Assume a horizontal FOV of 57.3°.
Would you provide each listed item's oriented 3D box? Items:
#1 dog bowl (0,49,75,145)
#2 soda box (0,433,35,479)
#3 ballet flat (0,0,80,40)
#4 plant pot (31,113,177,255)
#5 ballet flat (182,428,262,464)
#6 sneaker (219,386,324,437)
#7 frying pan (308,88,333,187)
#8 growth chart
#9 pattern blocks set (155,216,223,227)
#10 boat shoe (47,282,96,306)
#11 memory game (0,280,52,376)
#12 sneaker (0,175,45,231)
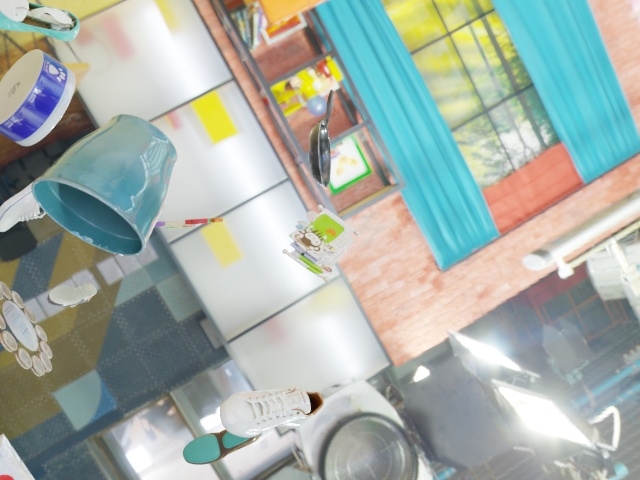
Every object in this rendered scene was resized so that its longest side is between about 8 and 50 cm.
[{"bbox_3d":[-0.833,-0.410,1.683,0.265,0.265,0.104,-17,148,29],"label":"dog bowl"},{"bbox_3d":[-0.653,0.526,1.246,0.069,0.216,0.074,-28,-163,-18],"label":"soda box"},{"bbox_3d":[-0.705,-0.552,1.425,0.087,0.083,0.247,-22,167,41],"label":"ballet flat"},{"bbox_3d":[-0.470,-0.144,1.362,0.272,0.272,0.255,-19,-141,51],"label":"plant pot"},{"bbox_3d":[-0.368,0.787,2.278,0.342,0.116,0.124,-29,150,13],"label":"ballet flat"},{"bbox_3d":[-0.105,0.381,1.365,0.123,0.106,0.290,-38,151,26],"label":"sneaker"},{"bbox_3d":[0.002,-0.315,1.721,0.053,0.326,0.197,-2,175,11],"label":"frying pan"},{"bbox_3d":[0.000,0.000,1.585,0.237,0.172,0.021,-51,166,-42],"label":"growth chart"},{"bbox_3d":[-0.498,-0.061,2.114,0.285,0.026,0.325,-4,-177,7],"label":"pattern blocks set"},{"bbox_3d":[-0.556,0.125,1.298,0.043,0.049,0.137,-32,175,16],"label":"boat shoe"},{"bbox_3d":[-0.511,0.148,0.991,0.012,0.186,0.186,-29,-172,-9],"label":"memory game"},{"bbox_3d":[-0.953,-0.107,1.910,0.258,0.091,0.094,-42,170,2],"label":"sneaker"}]
